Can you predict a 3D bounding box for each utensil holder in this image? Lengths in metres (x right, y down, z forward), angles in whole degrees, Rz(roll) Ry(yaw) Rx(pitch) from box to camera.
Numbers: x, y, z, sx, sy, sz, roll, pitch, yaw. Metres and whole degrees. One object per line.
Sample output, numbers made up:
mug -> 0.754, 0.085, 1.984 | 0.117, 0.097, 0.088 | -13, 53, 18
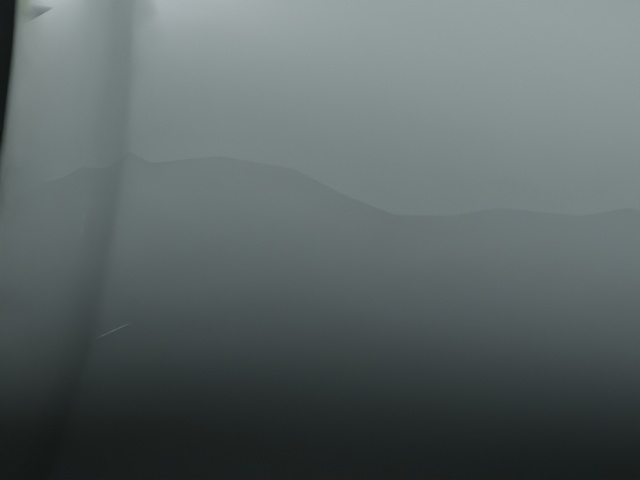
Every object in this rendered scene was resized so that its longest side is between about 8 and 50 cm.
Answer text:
utensil holder -> 0.000, 0.000, 0.692 | 0.385, 0.327, 0.327 | 9, 10, -27
